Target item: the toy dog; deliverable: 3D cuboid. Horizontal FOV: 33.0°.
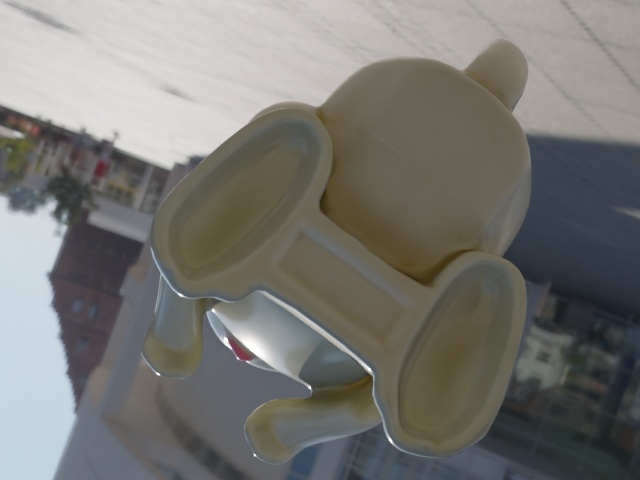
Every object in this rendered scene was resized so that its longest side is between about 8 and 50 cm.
[{"bbox_3d":[0.000,0.000,0.986,0.284,0.395,0.408,28,162,-8],"label":"toy dog"}]
